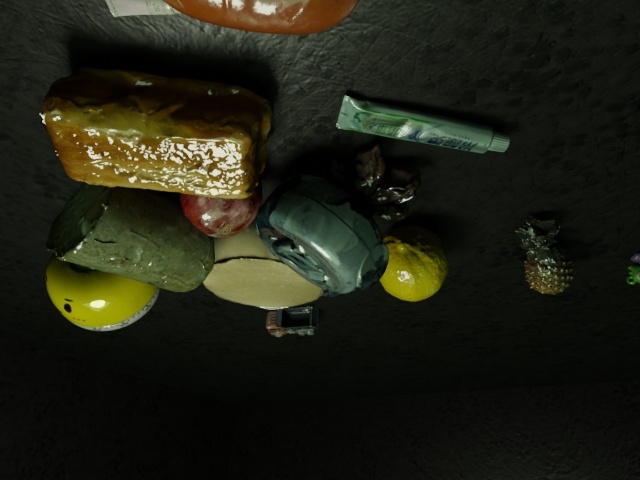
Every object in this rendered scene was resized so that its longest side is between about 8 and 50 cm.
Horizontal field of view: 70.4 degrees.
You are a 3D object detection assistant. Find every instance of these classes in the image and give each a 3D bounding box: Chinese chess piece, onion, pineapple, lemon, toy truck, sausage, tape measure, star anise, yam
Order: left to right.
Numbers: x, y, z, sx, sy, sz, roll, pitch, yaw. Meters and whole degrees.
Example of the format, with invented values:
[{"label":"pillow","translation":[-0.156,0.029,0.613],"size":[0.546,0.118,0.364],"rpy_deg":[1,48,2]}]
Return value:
[{"label":"yam","translation":[-0.362,-0.011,0.928],"size":[0.195,0.195,0.300],"rpy_deg":[-16,154,30]},{"label":"onion","translation":[-0.181,-0.099,0.899],"size":[0.195,0.159,0.159],"rpy_deg":[-40,133,18]},{"label":"sausage","translation":[-0.075,-0.311,0.530],"size":[0.259,0.133,0.133],"rpy_deg":[6,150,-4]},{"label":"Chinese chess piece","translation":[-0.143,0.061,1.170],"size":[0.339,0.140,0.338],"rpy_deg":[4,151,2]},{"label":"toy truck","translation":[-0.098,0.285,1.606],"size":[0.192,0.083,0.092],"rpy_deg":[-7,148,16]},{"label":"tape measure","translation":[0.000,0.000,0.919],"size":[0.275,0.147,0.256],"rpy_deg":[46,158,-23]},{"label":"star anise","translation":[0.103,-0.091,0.919],"size":[0.214,0.098,0.220],"rpy_deg":[-9,149,39]},{"label":"lemon","translation":[0.216,0.053,1.082],"size":[0.181,0.180,0.193],"rpy_deg":[-11,124,24]},{"label":"pineapple","translation":[0.529,0.031,1.078],"size":[0.125,0.125,0.251],"rpy_deg":[-12,141,26]}]

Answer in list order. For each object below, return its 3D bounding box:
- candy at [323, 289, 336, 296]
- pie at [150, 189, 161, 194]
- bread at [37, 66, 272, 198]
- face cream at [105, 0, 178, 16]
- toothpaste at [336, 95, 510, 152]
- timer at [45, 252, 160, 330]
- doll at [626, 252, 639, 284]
[{"label":"candy","translation":[0.049,0.117,1.317],"size":[0.145,0.070,0.275],"rpy_deg":[16,147,-36]},{"label":"pie","translation":[-0.441,-0.075,1.027],"size":[0.163,0.078,0.193],"rpy_deg":[19,139,-34]},{"label":"bread","translation":[-0.257,-0.181,0.756],"size":[0.344,0.148,0.195],"rpy_deg":[7,139,-4]},{"label":"face cream","translation":[-0.242,-0.326,0.626],"size":[0.115,0.020,0.038],"rpy_deg":[4,151,6]},{"label":"toothpaste","translation":[0.178,-0.194,0.785],"size":[0.297,0.048,0.074],"rpy_deg":[9,150,-4]},{"label":"timer","translation":[-0.540,0.065,1.108],"size":[0.286,0.285,0.285],"rpy_deg":[3,150,2]},{"label":"doll","translation":[0.840,0.068,1.087],"size":[0.050,0.115,0.190],"rpy_deg":[20,147,-39]}]
